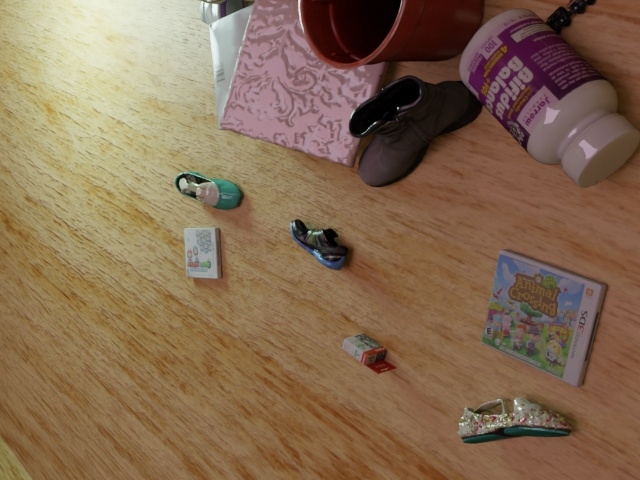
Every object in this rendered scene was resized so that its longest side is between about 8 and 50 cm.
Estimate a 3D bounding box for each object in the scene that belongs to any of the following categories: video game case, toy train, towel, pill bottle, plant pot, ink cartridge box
[{"bbox_3d":[-0.334,0.035,2.226,0.157,0.019,0.143,0,94,48],"label":"video game case"},{"bbox_3d":[0.442,-0.411,1.331,0.158,0.027,0.036,-42,53,42],"label":"toy train"},{"bbox_3d":[0.400,0.137,1.435,0.212,0.023,0.193,23,111,44],"label":"video game case"},{"bbox_3d":[-0.028,-0.349,1.701,0.332,0.053,0.316,20,98,16],"label":"towel"},{"bbox_3d":[0.380,-0.234,1.310,0.301,0.169,0.169,55,130,29],"label":"pill bottle"},{"bbox_3d":[0.147,-0.446,1.471,0.272,0.265,0.272,5,97,47],"label":"plant pot"},{"bbox_3d":[0.110,0.248,1.732,0.115,0.063,0.029,31,118,41],"label":"ink cartridge box"}]

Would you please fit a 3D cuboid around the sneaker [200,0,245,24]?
[{"bbox_3d":[-0.263,-0.693,2.002,0.152,0.114,0.305,19,108,44],"label":"sneaker"}]

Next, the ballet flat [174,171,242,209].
[{"bbox_3d":[-0.317,-0.134,2.139,0.247,0.087,0.083,20,108,44],"label":"ballet flat"}]

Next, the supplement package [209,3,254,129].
[{"bbox_3d":[-0.140,-0.405,1.875,0.204,0.145,0.261,-5,90,47],"label":"supplement package"}]

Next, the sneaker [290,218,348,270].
[{"bbox_3d":[0.000,0.000,1.837,0.188,0.067,0.078,38,99,41],"label":"sneaker"}]

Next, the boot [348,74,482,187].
[{"bbox_3d":[0.130,-0.217,1.543,0.338,0.223,0.118,-42,64,41],"label":"boot"}]

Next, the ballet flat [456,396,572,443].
[{"bbox_3d":[0.353,0.332,1.468,0.241,0.091,0.077,-19,58,43],"label":"ballet flat"}]

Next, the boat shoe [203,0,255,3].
[{"bbox_3d":[-0.245,-0.603,1.819,0.302,0.098,0.109,24,113,47],"label":"boat shoe"}]
